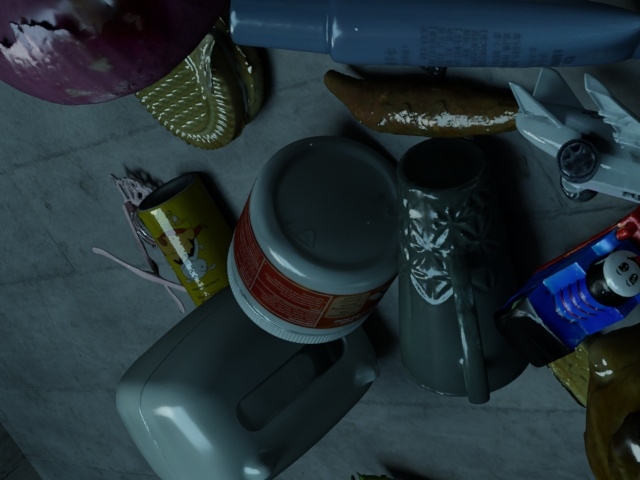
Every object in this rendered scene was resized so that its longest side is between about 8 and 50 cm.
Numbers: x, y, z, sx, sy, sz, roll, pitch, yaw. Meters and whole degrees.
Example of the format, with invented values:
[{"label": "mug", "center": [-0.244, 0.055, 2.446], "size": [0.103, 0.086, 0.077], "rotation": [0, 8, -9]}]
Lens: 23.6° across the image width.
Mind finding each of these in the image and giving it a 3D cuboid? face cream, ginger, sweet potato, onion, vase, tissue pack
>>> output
[{"label": "face cream", "center": [0.114, -0.191, 1.349], "size": [0.385, 0.086, 0.135], "rotation": [5, 174, 5]}, {"label": "face cream", "center": [-0.135, 0.073, 2.228], "size": [0.105, 0.105, 0.348], "rotation": [0, 125, 55]}, {"label": "ginger", "center": [0.394, 0.180, 1.512], "size": [0.223, 0.269, 0.200], "rotation": [-98, -5, -63]}, {"label": "sweet potato", "center": [0.111, -0.140, 1.643], "size": [0.314, 0.072, 0.066], "rotation": [14, 144, 50]}, {"label": "onion", "center": [-0.230, -0.324, 1.667], "size": [0.358, 0.345, 0.358], "rotation": [5, 99, 32]}, {"label": "vase", "center": [0.153, 0.038, 1.701], "size": [0.251, 0.156, 0.301], "rotation": [-97, -4, -51]}, {"label": "tissue pack", "center": [-0.087, 0.187, 2.054], "size": [0.236, 0.333, 0.229], "rotation": [-2, 123, 56]}, {"label": "face cream", "center": [0.000, 0.000, 1.840], "size": [0.201, 0.201, 0.187], "rotation": [45, 152, 9]}]

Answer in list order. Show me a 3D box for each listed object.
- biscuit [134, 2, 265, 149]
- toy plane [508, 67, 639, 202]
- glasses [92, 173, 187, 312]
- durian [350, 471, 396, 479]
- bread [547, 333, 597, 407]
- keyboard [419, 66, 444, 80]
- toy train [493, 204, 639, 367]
[{"label": "biscuit", "center": [-0.171, -0.231, 1.931], "size": [0.259, 0.079, 0.259], "rotation": [37, 150, 25]}, {"label": "toy plane", "center": [0.288, -0.074, 1.406], "size": [0.255, 0.101, 0.251], "rotation": [24, 174, 14]}, {"label": "glasses", "center": [-0.248, 0.008, 2.328], "size": [0.255, 0.095, 0.162], "rotation": [44, 144, 5]}, {"label": "durian", "center": [0.156, 0.411, 2.227], "size": [0.375, 0.132, 0.106], "rotation": [7, 107, 47]}, {"label": "bread", "center": [0.295, 0.136, 1.745], "size": [0.072, 0.053, 0.106], "rotation": [-28, 104, 38]}, {"label": "keyboard", "center": [0.075, -0.232, 1.646], "size": [0.155, 0.010, 0.053], "rotation": [40, 152, 16]}, {"label": "toy train", "center": [0.278, 0.048, 1.571], "size": [0.083, 0.131, 0.204], "rotation": [50, 152, 0]}]
